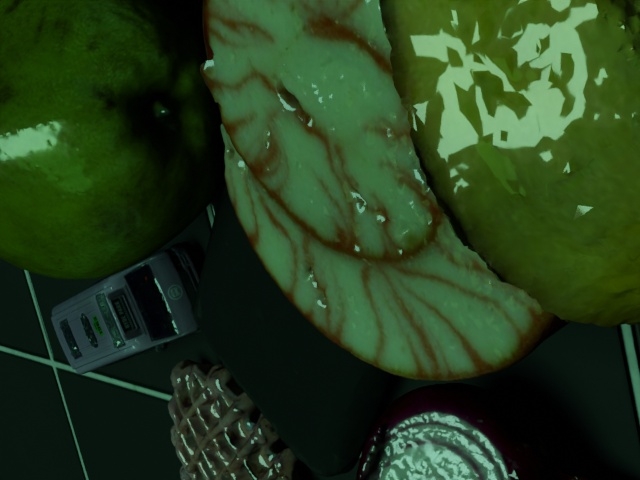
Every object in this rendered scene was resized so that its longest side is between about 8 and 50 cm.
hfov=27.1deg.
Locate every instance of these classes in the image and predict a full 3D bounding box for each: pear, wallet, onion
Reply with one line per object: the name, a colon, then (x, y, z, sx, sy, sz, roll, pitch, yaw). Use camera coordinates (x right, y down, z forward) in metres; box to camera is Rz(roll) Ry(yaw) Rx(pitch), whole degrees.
pear: (-0.212, -0.101, 1.154, 0.321, 0.269, 0.269, -7, 103, 52)
wallet: (0.001, 0.000, 1.072, 0.228, 0.062, 0.406, 49, 142, 26)
onion: (0.130, 0.187, 0.955, 0.198, 0.135, 0.173, 0, 92, 15)

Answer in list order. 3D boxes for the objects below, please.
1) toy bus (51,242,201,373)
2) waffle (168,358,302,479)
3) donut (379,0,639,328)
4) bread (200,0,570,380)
toy bus: (-0.193, 0.072, 1.347, 0.199, 0.108, 0.096, -24, 88, 57)
waffle: (-0.084, 0.228, 1.330, 0.221, 0.055, 0.234, 23, 126, 47)
donut: (0.159, -0.096, 0.607, 0.108, 0.277, 0.278, -16, 95, 46)
bread: (0.060, -0.074, 0.794, 0.295, 0.114, 0.328, 29, 135, 36)
